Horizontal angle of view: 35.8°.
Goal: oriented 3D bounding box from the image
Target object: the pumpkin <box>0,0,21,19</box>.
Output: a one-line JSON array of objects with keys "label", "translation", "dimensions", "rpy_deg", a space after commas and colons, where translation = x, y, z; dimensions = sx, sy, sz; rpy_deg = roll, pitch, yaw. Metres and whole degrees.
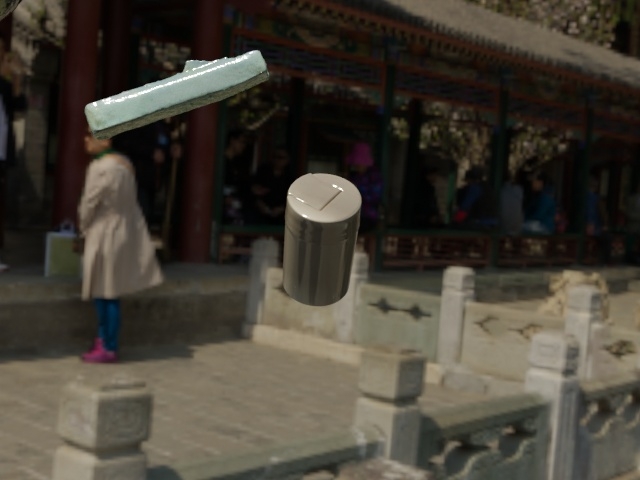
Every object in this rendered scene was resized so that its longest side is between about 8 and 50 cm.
[{"label": "pumpkin", "translation": [-0.528, -0.440, 1.358], "dimensions": [0.241, 0.323, 0.323], "rpy_deg": [25, 10, 20]}]

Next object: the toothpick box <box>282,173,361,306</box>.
[{"label": "toothpick box", "translation": [0.000, 0.000, 1.485], "dimensions": [0.111, 0.180, 0.111], "rpy_deg": [3, 43, -3]}]

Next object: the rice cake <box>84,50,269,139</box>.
[{"label": "rice cake", "translation": [-0.137, -0.144, 0.949], "dimensions": [0.180, 0.042, 0.030], "rpy_deg": [-20, -10, -5]}]
